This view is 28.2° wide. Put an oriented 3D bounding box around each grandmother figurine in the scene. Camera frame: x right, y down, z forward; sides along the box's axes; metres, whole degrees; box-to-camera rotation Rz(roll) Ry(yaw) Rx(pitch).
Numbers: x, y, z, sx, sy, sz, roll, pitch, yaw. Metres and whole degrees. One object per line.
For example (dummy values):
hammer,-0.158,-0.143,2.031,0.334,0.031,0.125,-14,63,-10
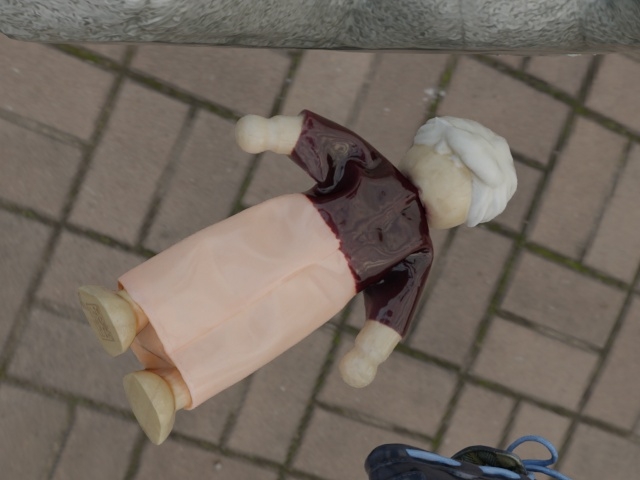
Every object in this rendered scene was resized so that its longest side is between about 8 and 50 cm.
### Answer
grandmother figurine,0.000,0.000,0.923,0.342,0.104,0.208,-27,105,-22

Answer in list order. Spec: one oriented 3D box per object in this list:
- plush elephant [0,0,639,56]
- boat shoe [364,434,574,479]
plush elephant,0.067,-0.192,0.427,0.272,0.330,0.255,3,98,16
boat shoe,0.116,0.169,0.827,0.109,0.089,0.258,-32,153,15
